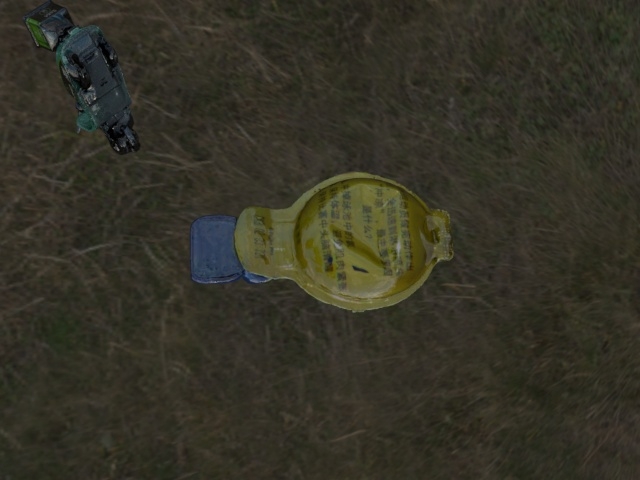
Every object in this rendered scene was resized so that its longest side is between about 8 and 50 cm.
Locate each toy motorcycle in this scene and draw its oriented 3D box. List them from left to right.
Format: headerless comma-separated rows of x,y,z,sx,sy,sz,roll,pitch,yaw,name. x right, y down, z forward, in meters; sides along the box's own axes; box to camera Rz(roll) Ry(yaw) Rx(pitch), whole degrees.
-0.246,-0.166,1.112,0.058,0.173,0.100,-41,46,-23,toy motorcycle

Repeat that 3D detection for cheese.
0.000,0.000,0.988,0.250,0.064,0.157,-2,58,-1,cheese
